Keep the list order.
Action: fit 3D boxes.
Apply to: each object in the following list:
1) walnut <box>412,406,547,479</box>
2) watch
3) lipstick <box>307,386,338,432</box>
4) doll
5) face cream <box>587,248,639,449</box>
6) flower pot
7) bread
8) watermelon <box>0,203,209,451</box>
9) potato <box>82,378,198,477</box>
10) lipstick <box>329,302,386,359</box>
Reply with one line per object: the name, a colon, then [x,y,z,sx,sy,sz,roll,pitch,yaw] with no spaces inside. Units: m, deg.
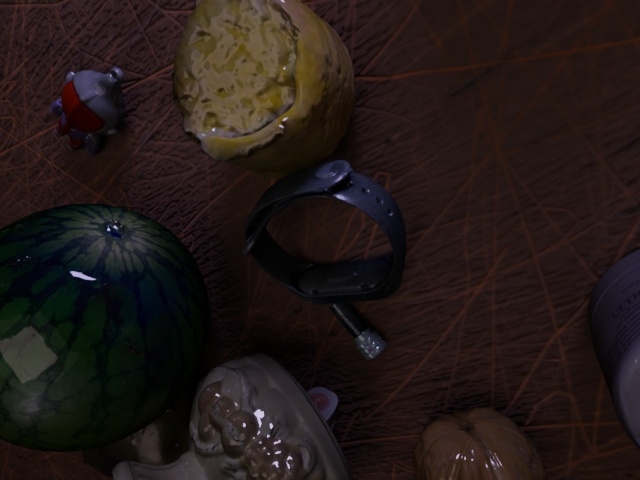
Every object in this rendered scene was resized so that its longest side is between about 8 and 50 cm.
walnut: [0.199,0.306,0.498,0.156,0.155,0.183,-12,105,29]
watch: [0.000,0.000,0.490,0.207,0.068,0.192,-6,131,30]
lipstick: [-0.006,0.332,0.662,0.057,0.063,0.186,17,122,23]
doll: [-0.354,-0.200,0.615,0.228,0.075,0.102,-22,113,40]
face cream: [0.345,0.101,0.347,0.178,0.153,0.177,8,111,23]
flower pot: [-0.123,0.337,0.553,0.308,0.244,0.307,33,137,39]
bread: [-0.063,-0.161,0.437,0.197,0.170,0.196,3,99,18]
watermelon: [-0.334,0.115,0.578,0.364,0.363,0.362,9,113,23]
potato: [-0.326,0.351,0.755,0.308,0.173,0.210,-15,104,27]
lipstick: [0.042,0.114,0.567,0.116,0.037,0.037,48,122,6]
